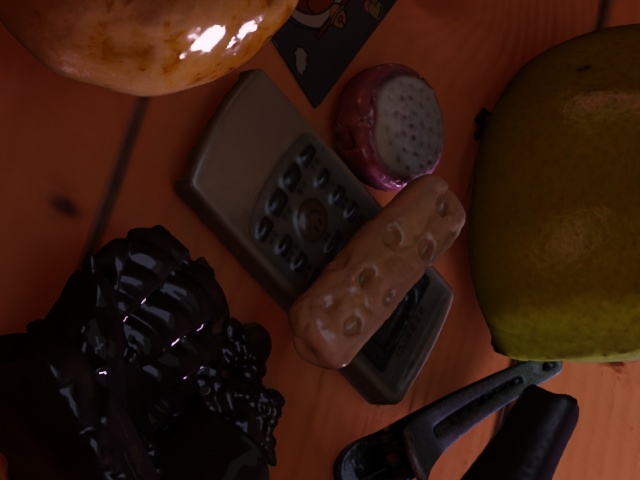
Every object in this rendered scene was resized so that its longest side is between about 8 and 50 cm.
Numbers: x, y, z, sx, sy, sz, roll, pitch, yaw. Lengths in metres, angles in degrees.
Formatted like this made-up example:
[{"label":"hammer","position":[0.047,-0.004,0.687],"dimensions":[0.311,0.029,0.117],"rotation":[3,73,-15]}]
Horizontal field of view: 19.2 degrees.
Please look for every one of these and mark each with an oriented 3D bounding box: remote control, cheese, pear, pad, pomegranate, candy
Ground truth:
[{"label":"remote control","position":[0.000,0.000,1.446],"dimensions":[0.285,0.038,0.123],"rotation":[51,54,-33]},{"label":"cheese","position":[0.044,0.021,1.436],"dimensions":[0.194,0.043,0.065],"rotation":[-45,120,-36]},{"label":"pear","position":[0.319,-0.058,1.605],"dimensions":[0.342,0.318,0.238],"rotation":[-43,123,-42]},{"label":"pad","position":[0.015,-0.246,1.500],"dimensions":[0.245,0.006,0.170],"rotation":[-54,125,-34]},{"label":"pomegranate","position":[-0.117,-0.198,1.222],"dimensions":[0.215,0.215,0.215],"rotation":[3,86,-48]},{"label":"candy","position":[0.055,-0.089,1.508],"dimensions":[0.103,0.043,0.103],"rotation":[3,85,-45]}]

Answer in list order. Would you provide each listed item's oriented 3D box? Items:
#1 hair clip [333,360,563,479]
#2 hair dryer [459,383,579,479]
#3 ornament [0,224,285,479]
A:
[{"label":"hair clip","position":[0.115,0.140,1.557],"dimensions":[0.275,0.083,0.048],"rotation":[-27,92,-53]},{"label":"hair dryer","position":[0.161,0.318,1.572],"dimensions":[0.303,0.120,0.359],"rotation":[-58,139,-24]},{"label":"ornament","position":[-0.103,0.102,1.295],"dimensions":[0.260,0.106,0.251],"rotation":[-48,124,-44]}]
